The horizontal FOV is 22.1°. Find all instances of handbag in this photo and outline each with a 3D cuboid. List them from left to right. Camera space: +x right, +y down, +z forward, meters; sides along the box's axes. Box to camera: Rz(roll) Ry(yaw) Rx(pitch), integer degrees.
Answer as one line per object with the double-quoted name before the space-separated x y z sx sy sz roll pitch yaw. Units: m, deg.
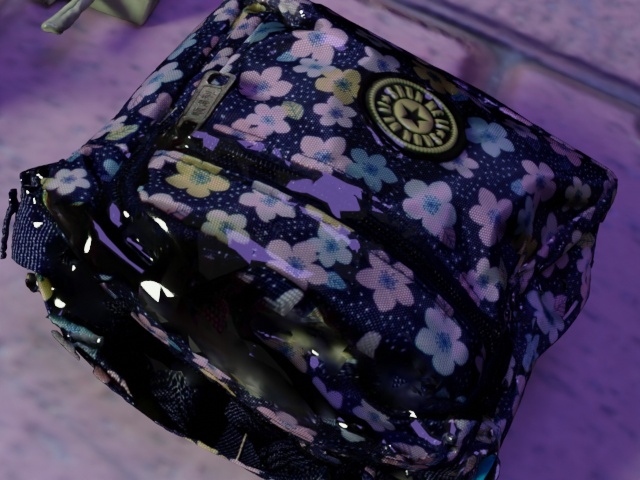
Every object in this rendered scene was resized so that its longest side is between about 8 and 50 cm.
"handbag" 0.000 0.000 0.682 0.229 0.127 0.208 33 43 -1

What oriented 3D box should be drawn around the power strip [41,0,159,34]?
"power strip" -0.110 -0.154 0.846 0.075 0.042 0.175 23 44 -1
